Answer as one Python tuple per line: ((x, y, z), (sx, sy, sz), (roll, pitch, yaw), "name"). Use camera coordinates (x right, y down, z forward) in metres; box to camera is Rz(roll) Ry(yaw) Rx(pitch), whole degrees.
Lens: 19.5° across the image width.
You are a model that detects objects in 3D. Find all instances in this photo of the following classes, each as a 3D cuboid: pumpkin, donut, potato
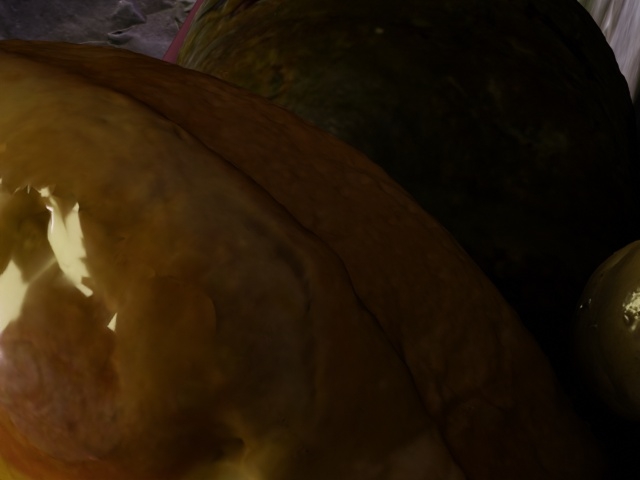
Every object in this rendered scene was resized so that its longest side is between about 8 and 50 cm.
((0.000, 0.000, 0.715), (0.232, 0.242, 0.325), (82, -163, -63), "pumpkin")
((-0.069, 0.084, 0.547), (0.299, 0.317, 0.150), (-34, -5, 36), "donut")
((0.087, 0.023, 0.492), (0.083, 0.040, 0.051), (69, -150, -85), "potato")

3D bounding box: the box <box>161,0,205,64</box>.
((0.015, -0.061, 1.247), (0.193, 0.294, 0.167), (95, -160, -81), "box")
